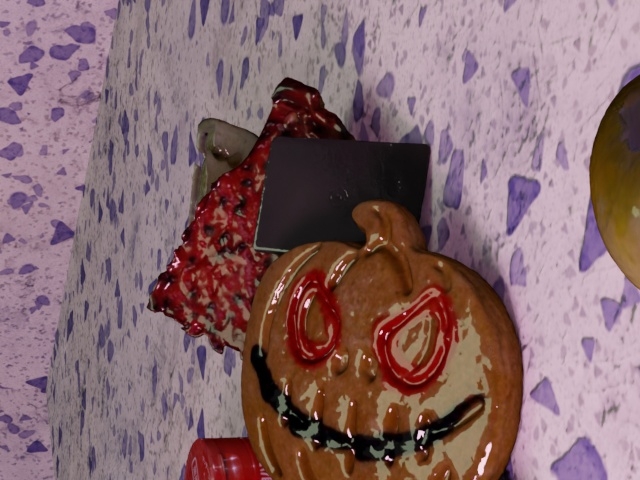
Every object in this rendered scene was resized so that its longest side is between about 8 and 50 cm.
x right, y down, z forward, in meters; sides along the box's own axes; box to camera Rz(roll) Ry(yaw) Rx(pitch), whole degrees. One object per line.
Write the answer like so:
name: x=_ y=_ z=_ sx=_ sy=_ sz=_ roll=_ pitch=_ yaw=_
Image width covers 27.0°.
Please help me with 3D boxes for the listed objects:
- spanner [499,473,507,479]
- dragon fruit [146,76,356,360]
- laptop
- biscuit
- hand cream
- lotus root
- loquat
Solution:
spanner: x=0.160 y=0.207 z=1.222 sx=0.208 sy=0.012 sz=0.046 roll=-107 pitch=28 yaw=-43
dragon fruit: x=0.005 y=0.003 z=1.573 sx=0.286 sy=0.228 sz=0.329 roll=21 pitch=86 yaw=30
laptop: x=0.022 y=-0.044 z=1.434 sx=0.197 sy=0.016 sz=0.135 roll=7 pitch=83 yaw=29
biscuit: x=0.045 y=0.116 z=1.299 sx=0.367 sy=0.063 sz=0.314 roll=8 pitch=92 yaw=49
hand cream: x=-0.106 y=0.357 z=1.787 sx=0.193 sy=0.125 sz=0.193 roll=-179 pitch=90 yaw=-69
lotus root: x=-0.123 y=-0.052 z=1.861 sx=0.119 sy=0.138 sz=0.234 roll=169 pitch=102 yaw=-65
loquat: x=0.241 y=-0.043 z=0.825 sx=0.195 sy=0.152 sz=0.152 roll=-78 pitch=6 yaw=-47
